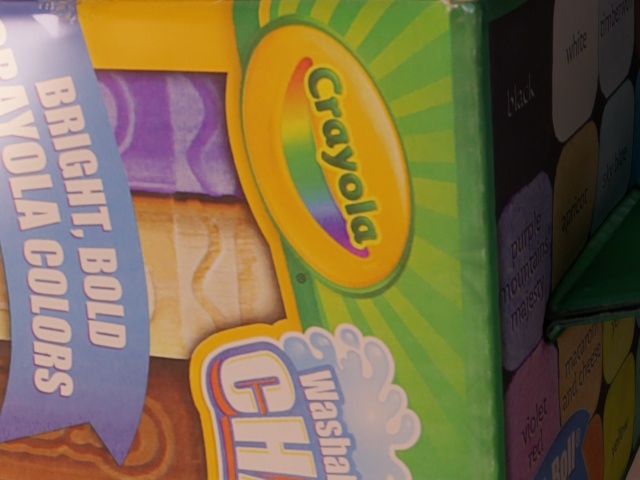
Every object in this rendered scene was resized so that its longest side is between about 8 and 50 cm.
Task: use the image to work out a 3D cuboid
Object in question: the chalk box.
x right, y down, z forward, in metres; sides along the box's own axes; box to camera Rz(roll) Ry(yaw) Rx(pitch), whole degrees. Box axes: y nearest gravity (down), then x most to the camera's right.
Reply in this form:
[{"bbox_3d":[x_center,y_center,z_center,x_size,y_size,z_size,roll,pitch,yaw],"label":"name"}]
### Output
[{"bbox_3d":[0.000,0.000,0.451,0.289,0.180,0.179,6,111,23],"label":"chalk box"}]
